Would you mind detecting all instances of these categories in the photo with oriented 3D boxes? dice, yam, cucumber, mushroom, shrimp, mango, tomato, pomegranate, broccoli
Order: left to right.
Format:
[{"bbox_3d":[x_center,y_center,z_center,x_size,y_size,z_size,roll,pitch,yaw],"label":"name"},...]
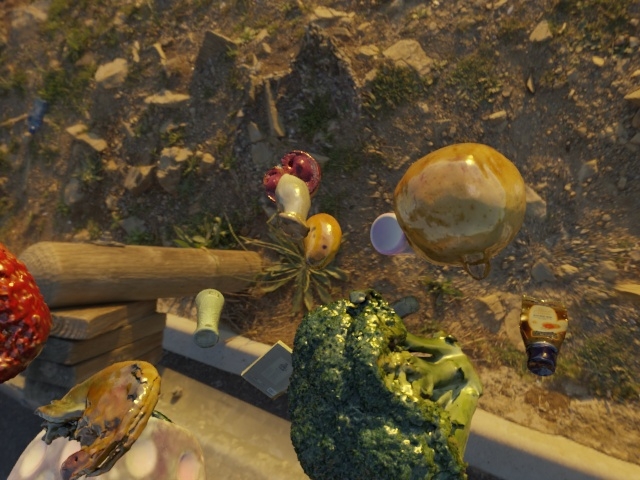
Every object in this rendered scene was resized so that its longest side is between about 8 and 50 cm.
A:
[{"bbox_3d":[-0.266,0.194,0.435,0.262,0.117,0.066,-31,110,27],"label":"shrimp"},{"bbox_3d":[-0.401,0.493,0.780,0.271,0.270,0.271,-18,47,24],"label":"dice"},{"bbox_3d":[-0.436,0.571,1.237,0.184,0.033,0.036,44,65,7],"label":"cucumber"},{"bbox_3d":[-0.068,-0.090,1.050,0.089,0.096,0.212,-4,45,-8],"label":"mushroom"},{"bbox_3d":[-0.100,-0.229,1.663,0.233,0.139,0.200,-38,73,3],"label":"tomato"},{"bbox_3d":[0.002,-0.003,1.095,0.115,0.090,0.178,-38,29,19],"label":"mango"},{"bbox_3d":[0.164,0.254,1.305,0.318,0.071,0.067,-30,117,28],"label":"yam"},{"bbox_3d":[0.090,0.234,0.580,0.320,0.284,0.303,66,150,25],"label":"broccoli"},{"bbox_3d":[0.409,-0.075,1.213,0.411,0.410,0.409,-1,87,27],"label":"pomegranate"}]

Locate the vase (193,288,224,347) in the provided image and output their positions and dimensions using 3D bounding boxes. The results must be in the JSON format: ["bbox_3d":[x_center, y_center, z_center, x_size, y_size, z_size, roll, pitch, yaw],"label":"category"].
[{"bbox_3d":[-0.355,0.247,1.315,0.096,0.219,0.095,-4,113,-10],"label":"vase"}]

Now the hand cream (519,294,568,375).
[{"bbox_3d":[0.315,0.123,0.590,0.062,0.163,0.038,4,120,26],"label":"hand cream"}]

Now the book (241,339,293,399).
[{"bbox_3d":[-0.135,0.401,1.276,0.138,0.016,0.199,41,116,-10],"label":"book"}]

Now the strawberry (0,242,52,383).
[{"bbox_3d":[-0.483,0.076,0.501,0.239,0.289,0.249,4,77,68],"label":"strawberry"}]

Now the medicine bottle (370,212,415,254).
[{"bbox_3d":[0.308,-0.018,1.519,0.152,0.255,0.151,-3,86,42],"label":"medicine bottle"}]
